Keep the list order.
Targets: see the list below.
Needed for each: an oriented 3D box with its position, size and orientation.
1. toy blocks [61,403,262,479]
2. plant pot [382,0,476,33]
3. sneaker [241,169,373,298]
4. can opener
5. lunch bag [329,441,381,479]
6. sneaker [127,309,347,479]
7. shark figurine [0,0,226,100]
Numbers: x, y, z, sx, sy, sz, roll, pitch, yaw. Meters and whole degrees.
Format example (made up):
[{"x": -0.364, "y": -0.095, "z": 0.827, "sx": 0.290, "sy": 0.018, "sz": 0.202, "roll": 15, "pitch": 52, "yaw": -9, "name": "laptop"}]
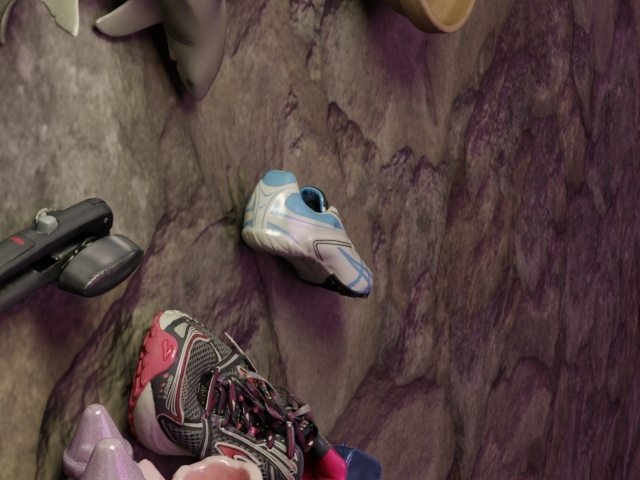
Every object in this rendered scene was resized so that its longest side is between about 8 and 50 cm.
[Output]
[{"x": -0.104, "y": 0.232, "z": 0.753, "sx": 0.288, "sy": 0.309, "sz": 0.260, "roll": -36, "pitch": 132, "yaw": -58, "name": "toy blocks"}, {"x": 0.096, "y": -0.348, "z": 1.304, "sx": 0.237, "sy": 0.110, "sz": 0.237, "roll": -13, "pitch": 104, "yaw": -62, "name": "plant pot"}, {"x": 0.000, "y": 0.000, "z": 1.185, "sx": 0.237, "sy": 0.085, "sz": 0.086, "roll": 38, "pitch": 70, "yaw": -60, "name": "sneaker"}, {"x": -0.204, "y": 0.018, "z": 0.809, "sx": 0.186, "sy": 0.073, "sz": 0.059, "roll": -28, "pitch": 127, "yaw": -50, "name": "can opener"}, {"x": 0.018, "y": 0.268, "z": 1.287, "sx": 0.067, "sy": 0.065, "sz": 0.098, "roll": 40, "pitch": 58, "yaw": -41, "name": "lunch bag"}, {"x": -0.069, "y": 0.153, "z": 1.040, "sx": 0.299, "sy": 0.112, "sz": 0.120, "roll": 52, "pitch": 48, "yaw": -53, "name": "sneaker"}, {"x": -0.112, "y": -0.197, "z": 0.876, "sx": 0.278, "sy": 0.116, "sz": 0.166, "roll": 5, "pitch": 101, "yaw": -67, "name": "shark figurine"}]
